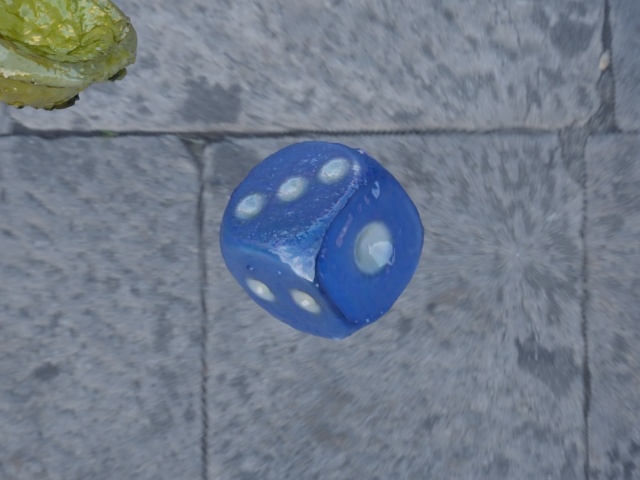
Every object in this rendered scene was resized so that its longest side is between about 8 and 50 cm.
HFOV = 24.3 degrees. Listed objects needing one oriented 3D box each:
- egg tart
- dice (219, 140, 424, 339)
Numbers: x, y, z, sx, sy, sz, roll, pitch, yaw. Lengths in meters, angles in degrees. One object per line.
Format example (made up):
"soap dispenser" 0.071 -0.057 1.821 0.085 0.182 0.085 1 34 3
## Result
"egg tart" -0.242 -0.164 1.189 0.191 0.191 0.074 35 120 7
"dice" 0.000 0.000 1.406 0.146 0.143 0.146 13 57 40
